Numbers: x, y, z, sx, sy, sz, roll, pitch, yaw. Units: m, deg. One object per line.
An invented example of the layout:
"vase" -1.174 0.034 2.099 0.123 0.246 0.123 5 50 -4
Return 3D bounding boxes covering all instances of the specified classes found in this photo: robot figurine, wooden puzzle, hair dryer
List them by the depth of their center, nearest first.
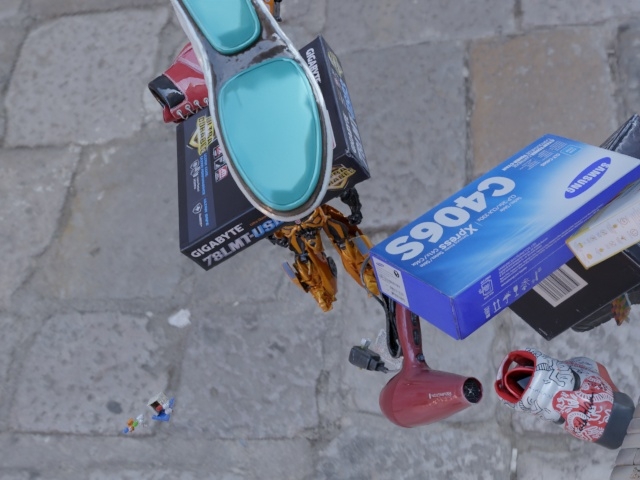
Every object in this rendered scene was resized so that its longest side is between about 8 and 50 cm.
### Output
"hair dryer" 0.122 0.162 1.072 0.080 0.224 0.293 -11 30 -30
"wooden puzzle" 0.556 0.123 1.371 0.006 0.049 0.083 10 42 -8
"robot figurine" 0.000 0.000 1.385 0.211 0.291 0.085 -20 37 18

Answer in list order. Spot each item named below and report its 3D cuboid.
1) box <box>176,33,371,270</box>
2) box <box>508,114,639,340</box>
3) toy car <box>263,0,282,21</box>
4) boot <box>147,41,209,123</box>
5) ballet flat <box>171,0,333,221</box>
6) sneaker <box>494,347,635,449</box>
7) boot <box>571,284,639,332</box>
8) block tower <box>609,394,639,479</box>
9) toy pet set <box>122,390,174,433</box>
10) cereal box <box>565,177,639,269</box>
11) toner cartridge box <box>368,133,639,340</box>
"box" -0.085 -0.139 1.126 0.293 0.073 0.296 -29 45 20
"box" 0.489 -0.018 1.336 0.182 0.296 0.294 41 58 5
"toy car" -0.076 -0.289 1.047 0.040 0.122 0.060 6 35 5
"boot" -0.182 -0.240 1.341 0.244 0.088 0.176 38 71 2
"ballet flat" -0.086 -0.203 0.930 0.139 0.139 0.400 -24 79 0
"sneaker" 0.304 0.185 0.988 0.144 0.270 0.090 24 94 3
"boot" 0.684 0.048 1.727 0.338 0.118 0.223 -24 55 6
"block tower" 0.329 0.226 0.675 0.097 0.091 0.335 34 68 -3
"toy pet set" -0.407 0.435 1.828 0.122 0.065 0.114 -34 13 14
"cereal box" 0.398 -0.067 0.801 0.173 0.240 0.047 -32 83 -36
"toner cartridge box" 0.251 -0.019 0.993 0.347 0.075 0.165 -32 36 -21
